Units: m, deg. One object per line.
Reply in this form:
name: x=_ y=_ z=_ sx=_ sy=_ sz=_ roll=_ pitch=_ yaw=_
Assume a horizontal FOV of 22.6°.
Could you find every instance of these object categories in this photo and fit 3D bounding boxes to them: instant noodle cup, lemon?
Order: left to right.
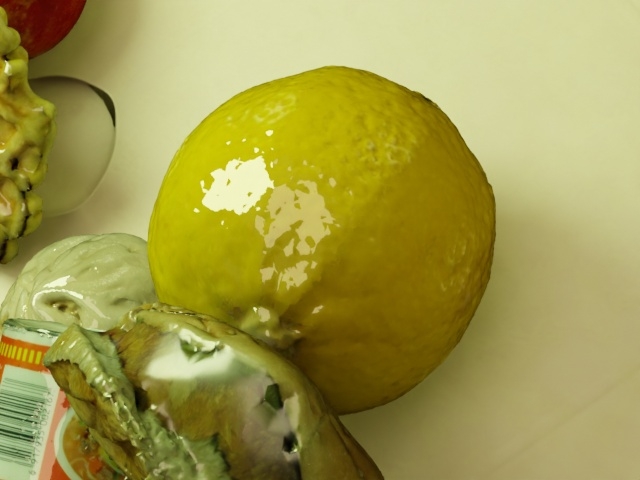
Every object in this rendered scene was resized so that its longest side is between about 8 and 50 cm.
instant noodle cup: x=-0.201 y=0.174 z=1.259 sx=0.193 sy=0.193 sz=0.212 roll=8 pitch=89 yaw=19
lemon: x=0.001 y=0.000 z=1.250 sx=0.293 sy=0.293 sz=0.293 roll=-5 pitch=68 yaw=14

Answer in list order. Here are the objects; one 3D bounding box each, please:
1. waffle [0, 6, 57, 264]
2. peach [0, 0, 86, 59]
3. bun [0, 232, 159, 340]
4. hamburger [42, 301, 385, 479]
waffle: x=-0.363 y=-0.109 z=1.422 sx=0.281 sy=0.301 sz=0.058 roll=24 pitch=36 yaw=9
peach: x=-0.330 y=-0.261 z=1.475 sx=0.243 sy=0.199 sz=0.243 roll=1 pitch=40 yaw=-1
bun: x=-0.207 y=0.065 z=1.380 sx=0.183 sy=0.102 sz=0.183 roll=-6 pitch=65 yaw=13
hamburger: x=-0.053 y=0.155 z=1.099 sx=0.134 sy=0.285 sz=0.265 roll=-37 pitch=28 yaw=-13
